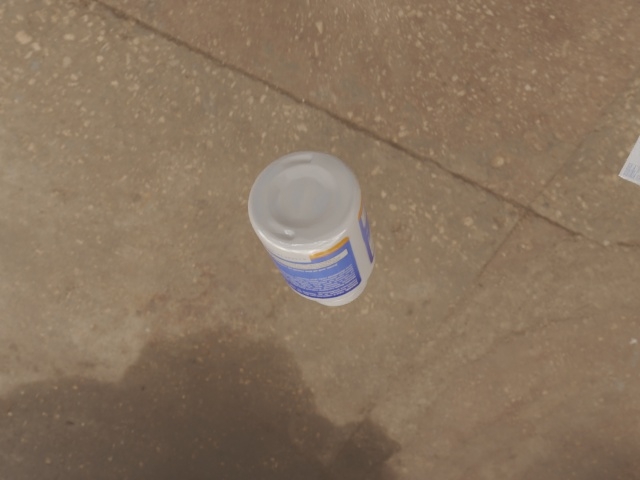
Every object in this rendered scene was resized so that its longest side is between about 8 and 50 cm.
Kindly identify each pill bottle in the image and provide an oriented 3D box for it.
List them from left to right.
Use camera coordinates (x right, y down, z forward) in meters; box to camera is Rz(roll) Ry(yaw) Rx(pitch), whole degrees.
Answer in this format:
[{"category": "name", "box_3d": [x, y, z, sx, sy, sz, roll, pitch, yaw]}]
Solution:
[{"category": "pill bottle", "box_3d": [0.000, 0.000, 0.956, 0.152, 0.152, 0.272, -10, 154, 6]}]

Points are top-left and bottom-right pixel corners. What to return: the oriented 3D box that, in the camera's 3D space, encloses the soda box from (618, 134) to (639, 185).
[{"category": "soda box", "box_3d": [0.437, -0.163, 0.767, 0.069, 0.074, 0.216, 29, 115, 21]}]
